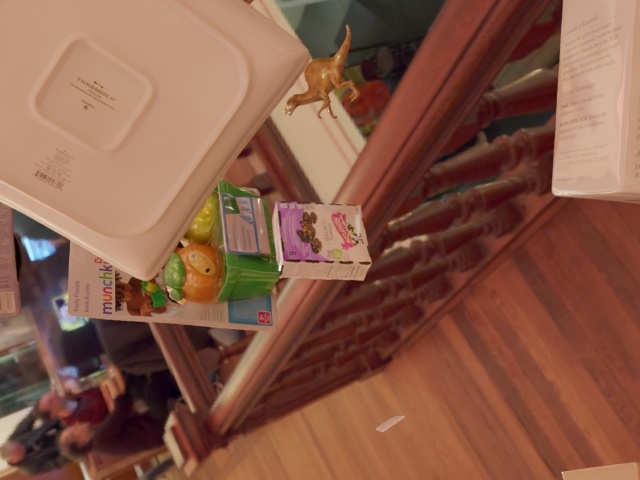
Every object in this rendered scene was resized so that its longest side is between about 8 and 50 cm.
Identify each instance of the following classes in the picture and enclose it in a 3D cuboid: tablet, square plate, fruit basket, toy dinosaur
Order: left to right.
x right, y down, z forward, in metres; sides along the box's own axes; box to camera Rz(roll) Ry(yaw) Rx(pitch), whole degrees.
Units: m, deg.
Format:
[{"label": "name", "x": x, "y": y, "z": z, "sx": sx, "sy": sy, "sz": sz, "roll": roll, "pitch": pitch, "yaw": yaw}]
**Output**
[{"label": "square plate", "x": -0.237, "y": -0.156, "z": 0.774, "sx": 0.344, "sy": 0.347, "sz": 0.049, "roll": -53, "pitch": 25, "yaw": 11}, {"label": "fruit basket", "x": -0.251, "y": 0.001, "z": 1.274, "sx": 0.165, "sy": 0.353, "sz": 0.327, "roll": -52, "pitch": 37, "yaw": 41}, {"label": "toy dinosaur", "x": 0.021, "y": -0.259, "z": 1.163, "sx": 0.092, "sy": 0.183, "sz": 0.053, "roll": 41, "pitch": 171, "yaw": -14}, {"label": "tablet", "x": 0.133, "y": 0.348, "z": 1.389, "sx": 0.006, "sy": 0.054, "sz": 0.083, "roll": 58, "pitch": 170, "yaw": 7}]

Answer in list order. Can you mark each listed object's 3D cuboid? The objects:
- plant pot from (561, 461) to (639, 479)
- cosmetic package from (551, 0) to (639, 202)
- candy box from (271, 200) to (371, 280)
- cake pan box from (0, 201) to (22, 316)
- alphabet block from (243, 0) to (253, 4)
[{"label": "plant pot", "x": 0.394, "y": 0.345, "z": 0.939, "sx": 0.109, "sy": 0.109, "sz": 0.096, "roll": -27, "pitch": 56, "yaw": 43}, {"label": "cosmetic package", "x": 0.384, "y": -0.232, "z": 0.771, "sx": 0.156, "sy": 0.217, "sz": 0.385, "roll": -174, "pitch": 88, "yaw": -81}, {"label": "candy box", "x": 0.000, "y": 0.000, "z": 1.587, "sx": 0.070, "sy": 0.196, "sz": 0.164, "roll": 110, "pitch": 157, "yaw": -50}, {"label": "cake pan box", "x": -0.720, "y": 0.039, "z": 1.411, "sx": 0.070, "sy": 0.267, "sz": 0.245, "roll": -9, "pitch": 87, "yaw": 64}, {"label": "alphabet block", "x": -0.151, "y": -0.417, "z": 0.959, "sx": 0.193, "sy": 0.192, "sz": 0.197, "roll": 44, "pitch": 158, "yaw": -5}]
